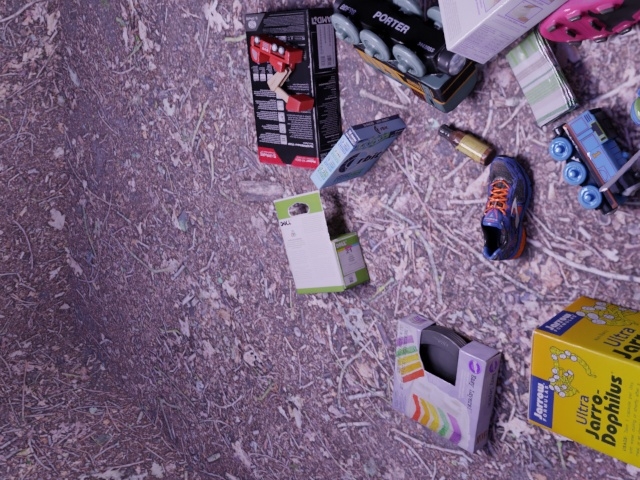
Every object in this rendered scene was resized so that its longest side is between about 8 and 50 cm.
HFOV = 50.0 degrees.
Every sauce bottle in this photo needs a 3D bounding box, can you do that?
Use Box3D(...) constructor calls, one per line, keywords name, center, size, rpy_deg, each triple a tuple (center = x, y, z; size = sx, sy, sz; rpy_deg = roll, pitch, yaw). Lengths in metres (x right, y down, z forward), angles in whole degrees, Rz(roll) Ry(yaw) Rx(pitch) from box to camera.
Box3D(name="sauce bottle", center=(0.294, -0.196, 1.387), size=(0.128, 0.042, 0.042), rpy_deg=(40, 132, 33))

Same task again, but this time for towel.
Box3D(name="towel", center=(0.389, -0.286, 1.227), size=(0.152, 0.023, 0.113), rpy_deg=(64, 162, 3))

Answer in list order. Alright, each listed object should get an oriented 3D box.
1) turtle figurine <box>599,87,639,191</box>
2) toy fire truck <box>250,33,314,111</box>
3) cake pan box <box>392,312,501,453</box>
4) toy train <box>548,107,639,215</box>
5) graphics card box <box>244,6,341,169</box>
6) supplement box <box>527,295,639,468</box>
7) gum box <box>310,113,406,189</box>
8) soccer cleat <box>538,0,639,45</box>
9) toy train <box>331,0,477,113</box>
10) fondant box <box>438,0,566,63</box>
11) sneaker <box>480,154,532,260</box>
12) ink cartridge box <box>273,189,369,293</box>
Box3D(name="turtle figurine", center=(0.570, -0.178, 0.964), size=(0.198, 0.274, 0.266), rpy_deg=(30, 147, -12))
Box3D(name="toy fire truck", center=(-0.091, -0.387, 1.580), size=(0.192, 0.047, 0.135), rpy_deg=(33, 128, 35))
Box3D(name="cake pan box", center=(0.285, 0.322, 1.593), size=(0.246, 0.070, 0.266), rpy_deg=(23, 121, 38))
Box3D(name="toy train", center=(0.476, -0.136, 1.186), size=(0.105, 0.080, 0.184), rpy_deg=(-36, 78, 42))
Box3D(name="graphics card box", center=(-0.066, -0.367, 1.668), size=(0.233, 0.094, 0.370), rpy_deg=(13, 116, 45))
Box3D(name="supplement box", center=(0.562, 0.253, 1.162), size=(0.357, 0.194, 0.195), rpy_deg=(16, 117, 43))
Box3D(name="gum box", center=(0.083, -0.196, 1.528), size=(0.041, 0.157, 0.184), rpy_deg=(56, 137, 14))
Box3D(name="soccer cleat", center=(0.484, -0.415, 1.055), size=(0.331, 0.116, 0.143), rpy_deg=(-15, 66, 56))
Box3D(name="toy train", center=(0.160, -0.381, 1.352), size=(0.334, 0.142, 0.190), rpy_deg=(39, 175, 35))
Box3D(name="fondant box", center=(0.332, -0.481, 1.115), size=(0.330, 0.096, 0.238), rpy_deg=(-34, 53, 50))
Box3D(name="sneaker", center=(0.356, -0.057, 1.340), size=(0.083, 0.087, 0.221), rpy_deg=(10, 113, 44))
Box3D(name="ink cartridge box", center=(0.000, 0.000, 1.748), size=(0.189, 0.097, 0.255), rpy_deg=(-8, 98, 49))
